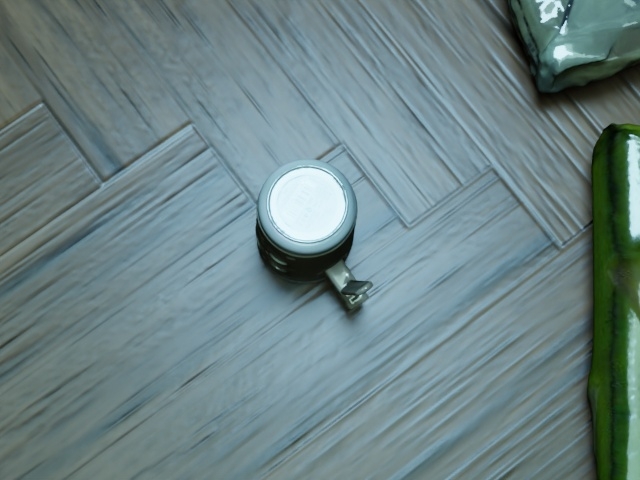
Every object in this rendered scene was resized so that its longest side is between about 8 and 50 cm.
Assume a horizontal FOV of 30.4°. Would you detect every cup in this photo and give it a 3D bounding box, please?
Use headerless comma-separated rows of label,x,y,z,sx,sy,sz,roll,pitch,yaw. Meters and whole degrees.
cup,-0.008,0.000,0.843,0.074,0.099,0.102,-10,76,-3

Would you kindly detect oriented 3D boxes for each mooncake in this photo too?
mooncake,0.211,-0.184,0.908,0.130,0.073,0.125,-15,80,-4

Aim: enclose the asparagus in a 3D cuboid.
asparagus,0.228,0.052,0.857,0.060,0.067,0.277,9,78,-27
